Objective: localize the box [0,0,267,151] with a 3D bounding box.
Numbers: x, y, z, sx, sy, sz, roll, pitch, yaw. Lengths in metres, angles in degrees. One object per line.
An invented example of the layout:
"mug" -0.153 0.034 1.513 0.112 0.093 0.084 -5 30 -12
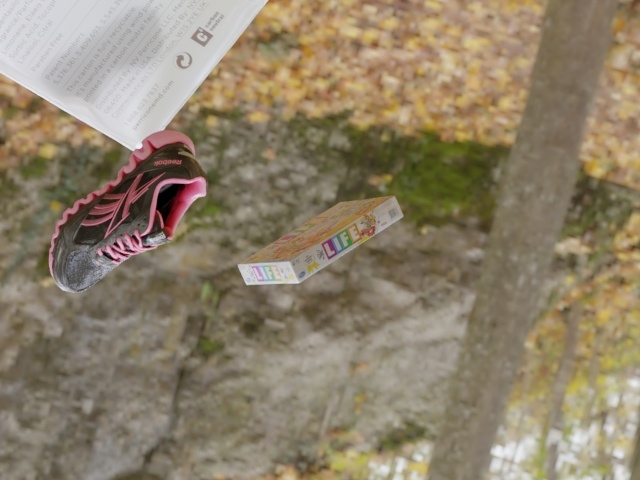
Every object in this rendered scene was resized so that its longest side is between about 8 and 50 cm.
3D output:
"box" -0.217 -0.246 0.858 0.345 0.168 0.215 30 -157 -31

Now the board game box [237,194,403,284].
"board game box" 0.000 0.000 1.417 0.154 0.026 0.103 -32 -165 -32

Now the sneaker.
"sneaker" -0.112 -0.010 0.791 0.047 0.119 0.057 36 -171 -49
